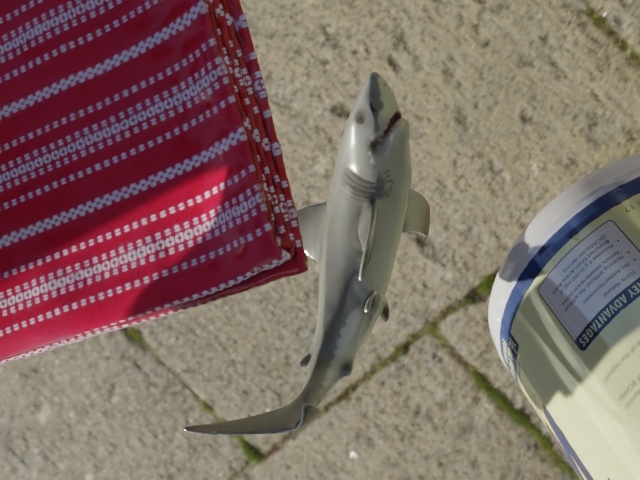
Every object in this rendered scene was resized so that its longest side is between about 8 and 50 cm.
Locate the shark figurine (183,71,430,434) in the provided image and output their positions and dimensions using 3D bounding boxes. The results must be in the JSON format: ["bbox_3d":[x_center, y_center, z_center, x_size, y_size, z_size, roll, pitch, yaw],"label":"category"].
[{"bbox_3d":[-0.002,0.027,0.756,0.116,0.166,0.278,14,78,23],"label":"shark figurine"}]

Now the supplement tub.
[{"bbox_3d":[0.283,0.113,0.667,0.235,0.325,0.235,-12,132,-14],"label":"supplement tub"}]

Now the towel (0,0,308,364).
[{"bbox_3d":[-0.129,-0.091,0.474,0.199,0.031,0.275,-18,86,21],"label":"towel"}]
